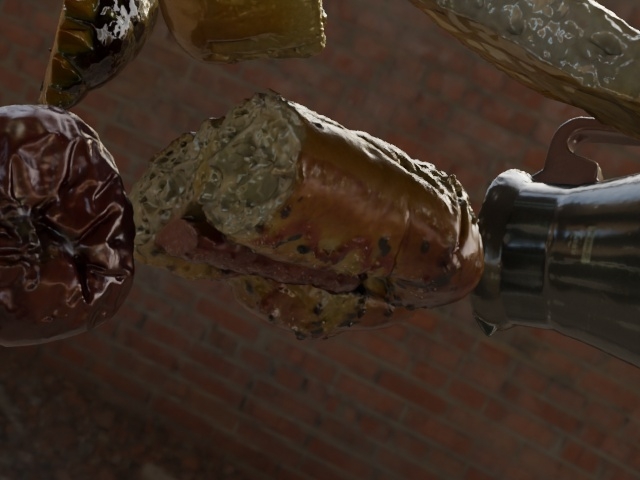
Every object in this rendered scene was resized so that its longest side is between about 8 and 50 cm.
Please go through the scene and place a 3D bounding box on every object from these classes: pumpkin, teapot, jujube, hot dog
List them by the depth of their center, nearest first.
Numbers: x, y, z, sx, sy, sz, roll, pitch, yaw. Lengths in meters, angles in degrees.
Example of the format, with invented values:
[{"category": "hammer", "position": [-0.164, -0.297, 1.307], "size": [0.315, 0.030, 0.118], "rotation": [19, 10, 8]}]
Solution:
[{"category": "jujube", "position": [-0.293, -0.013, 1.295], "size": [0.213, 0.232, 0.213], "rotation": [-11, 2, 0]}, {"category": "hot dog", "position": [0.000, 0.000, 1.565], "size": [0.365, 0.196, 0.367], "rotation": [19, -23, -32]}, {"category": "pumpkin", "position": [-0.270, -0.259, 1.683], "size": [0.149, 0.254, 0.130], "rotation": [6, 27, -24]}, {"category": "teapot", "position": [0.410, -0.001, 1.845], "size": [0.362, 0.376, 0.305], "rotation": [7, -24, 26]}]

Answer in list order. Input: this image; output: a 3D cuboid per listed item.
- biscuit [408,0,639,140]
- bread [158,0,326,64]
[{"category": "biscuit", "position": [0.266, -0.226, 1.491], "size": [0.429, 0.104, 0.446], "rotation": [33, 8, 34]}, {"category": "bread", "position": [-0.095, -0.288, 1.541], "size": [0.204, 0.162, 0.262], "rotation": [-3, 2, 4]}]
